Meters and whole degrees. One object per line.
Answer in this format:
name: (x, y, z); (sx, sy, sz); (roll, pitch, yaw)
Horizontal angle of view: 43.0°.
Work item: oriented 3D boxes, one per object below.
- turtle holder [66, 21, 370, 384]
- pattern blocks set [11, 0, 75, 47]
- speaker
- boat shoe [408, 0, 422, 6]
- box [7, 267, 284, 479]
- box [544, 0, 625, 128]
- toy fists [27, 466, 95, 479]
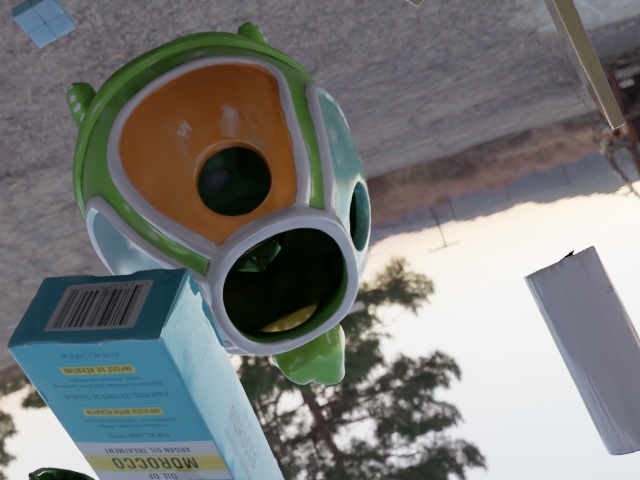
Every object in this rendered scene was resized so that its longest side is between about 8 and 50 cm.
turtle holder: (-0.075, -0.002, 0.694); (0.244, 0.320, 0.227); (-8, -141, -27)
pattern blocks set: (-0.281, -0.319, 0.709); (0.285, 0.026, 0.325); (-33, 142, 15)
speaker: (0.193, 0.073, 0.559); (0.055, 0.136, 0.055); (-24, 172, -3)
boat shoe: (0.144, -0.339, 0.995); (0.135, 0.045, 0.050); (-46, -165, -11)
box: (-0.101, 0.128, 0.543); (0.101, 0.244, 0.060); (-5, -140, 15)
box: (0.280, -0.243, 0.919); (0.021, 0.201, 0.164); (-26, -143, 18)
toy fists: (-0.303, 0.330, 0.837); (0.096, 0.142, 0.279); (15, 173, -10)
